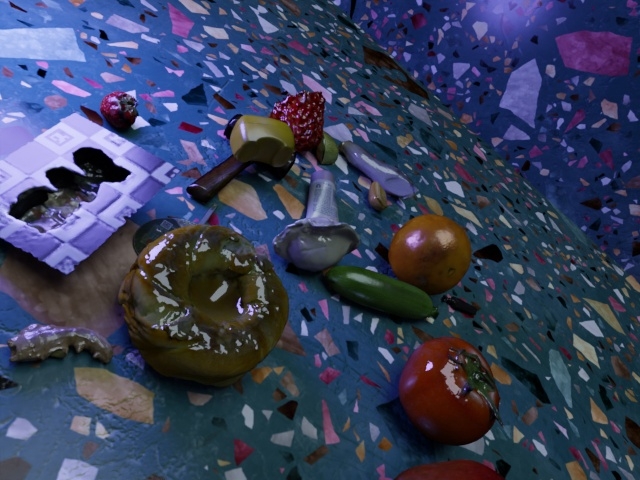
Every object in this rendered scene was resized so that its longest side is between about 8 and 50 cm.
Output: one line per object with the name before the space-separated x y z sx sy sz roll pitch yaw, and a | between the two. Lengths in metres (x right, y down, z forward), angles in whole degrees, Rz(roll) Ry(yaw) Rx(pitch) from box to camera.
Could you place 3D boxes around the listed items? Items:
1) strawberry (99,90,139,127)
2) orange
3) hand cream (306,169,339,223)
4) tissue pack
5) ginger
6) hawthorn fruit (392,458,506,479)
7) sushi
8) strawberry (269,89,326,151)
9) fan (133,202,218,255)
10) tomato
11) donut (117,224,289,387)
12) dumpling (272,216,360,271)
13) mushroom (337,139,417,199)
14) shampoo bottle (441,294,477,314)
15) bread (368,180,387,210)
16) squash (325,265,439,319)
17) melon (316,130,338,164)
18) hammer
strawberry | -0.555 -0.356 1.321 0.106 0.106 0.106 23 40 -21
orange | 0.346 0.044 1.525 0.261 0.261 0.261 23 40 -21
hand cream | 0.010 -0.109 1.559 0.133 0.083 0.247 19 52 -23
tissue pack | -0.171 -0.298 1.414 0.178 0.123 0.127 3 63 -30
ginger | -0.464 0.186 0.870 0.174 0.051 0.069 7 51 -33
hawthorn fruit | 0.260 0.567 0.903 0.312 0.295 0.295 -3 37 15
sushi | -0.542 -0.091 1.065 0.296 0.100 0.373 29 48 1
strawberry | -0.061 -0.409 1.698 0.234 0.234 0.177 -11 75 -46
fan | -0.349 -0.007 1.197 0.223 0.012 0.294 11 46 -31
tomato | 0.316 0.369 1.192 0.256 0.224 0.255 26 40 -24
donut | -0.237 0.125 1.024 0.360 0.170 0.360 22 47 -26
dumpling | 0.000 0.000 1.330 0.258 0.193 0.147 13 49 -34
mushroom | 0.219 -0.277 1.879 0.351 0.097 0.109 36 37 -1
shampoo bottle | 0.472 0.217 1.639 0.137 0.027 0.048 24 38 -19
bread | 0.206 -0.160 1.777 0.082 0.056 0.115 40 34 -37
squash | 0.195 0.157 1.407 0.395 0.107 0.107 21 41 -24
melon | 0.024 -0.361 1.813 0.128 0.079 0.160 9 45 -41
hammer | -0.250 -0.229 1.443 0.242 0.095 0.408 38 39 -2
